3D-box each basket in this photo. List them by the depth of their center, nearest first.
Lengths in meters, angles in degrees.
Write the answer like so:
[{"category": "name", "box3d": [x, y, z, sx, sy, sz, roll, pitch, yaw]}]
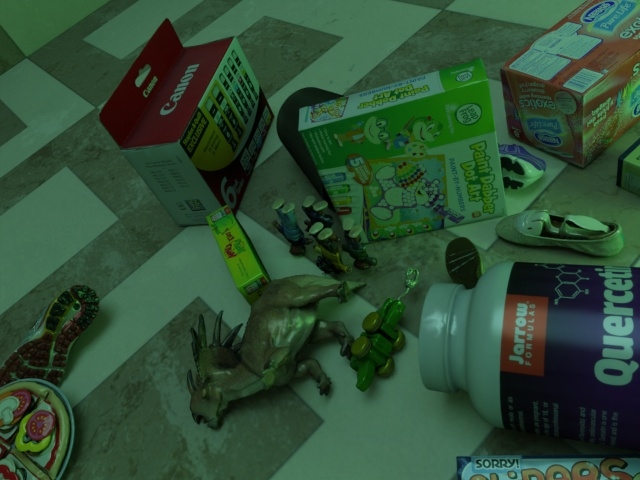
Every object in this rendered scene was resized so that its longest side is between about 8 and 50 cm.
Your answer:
[{"category": "basket", "box3d": [0.028, -0.174, 0.969, 0.204, 0.154, 0.227, -39, 43, -9]}]

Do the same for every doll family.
[{"category": "doll family", "box3d": [0.000, 0.000, 0.857, 0.076, 0.111, 0.193, -39, 51, -14]}]

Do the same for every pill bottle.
[{"category": "pill bottle", "box3d": [0.275, 0.115, 0.576, 0.323, 0.181, 0.181, 2, 52, 25]}]

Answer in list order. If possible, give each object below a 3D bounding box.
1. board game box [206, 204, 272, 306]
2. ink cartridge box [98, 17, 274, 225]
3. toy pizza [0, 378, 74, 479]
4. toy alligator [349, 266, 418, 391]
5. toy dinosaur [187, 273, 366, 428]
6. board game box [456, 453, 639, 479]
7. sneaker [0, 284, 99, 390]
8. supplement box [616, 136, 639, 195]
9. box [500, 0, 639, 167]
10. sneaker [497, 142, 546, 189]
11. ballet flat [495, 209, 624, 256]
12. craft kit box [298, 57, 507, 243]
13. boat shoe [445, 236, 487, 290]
[{"category": "board game box", "box3d": [-0.122, 0.032, 0.890, 0.043, 0.092, 0.181, -30, 45, -3]}, {"category": "ink cartridge box", "box3d": [-0.230, -0.231, 1.044, 0.130, 0.271, 0.309, -3, 51, 22]}, {"category": "toy pizza", "box3d": [-0.456, 0.301, 0.814, 0.202, 0.032, 0.201, -6, 63, 12]}, {"category": "toy alligator", "box3d": [0.081, 0.118, 0.753, 0.051, 0.056, 0.189, -20, 35, 54]}, {"category": "toy dinosaur", "box3d": [-0.068, 0.123, 0.773, 0.200, 0.127, 0.295, 13, 52, 41]}, {"category": "board game box", "box3d": [0.241, 0.283, 0.546, 0.201, 0.035, 0.136, -9, 48, 17]}, {"category": "sneaker", "box3d": [-0.455, 0.176, 0.936, 0.225, 0.088, 0.093, -56, 23, -19]}, {"category": "supplement box", "box3d": [0.471, -0.103, 0.766, 0.083, 0.056, 0.083, -40, 47, -12]}, {"category": "box", "box3d": [0.445, -0.274, 0.868, 0.300, 0.142, 0.154, -39, 47, -12]}, {"category": "sneaker", "box3d": [0.278, -0.130, 0.886, 0.071, 0.068, 0.170, -24, 42, -29]}, {"category": "ballet flat", "box3d": [0.324, -0.020, 0.762, 0.168, 0.052, 0.057, 10, 56, 31]}, {"category": "craft kit box", "box3d": [0.126, -0.108, 0.793, 0.247, 0.249, 0.060, -14, 46, 14]}, {"category": "boat shoe", "box3d": [0.205, 0.056, 0.754, 0.050, 0.045, 0.135, -22, 49, 17]}]
